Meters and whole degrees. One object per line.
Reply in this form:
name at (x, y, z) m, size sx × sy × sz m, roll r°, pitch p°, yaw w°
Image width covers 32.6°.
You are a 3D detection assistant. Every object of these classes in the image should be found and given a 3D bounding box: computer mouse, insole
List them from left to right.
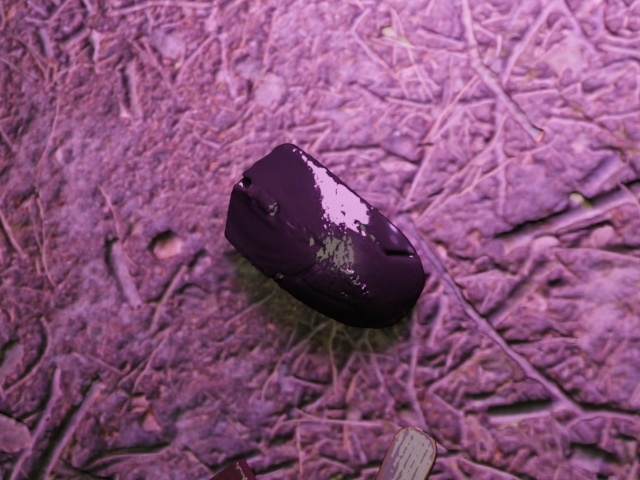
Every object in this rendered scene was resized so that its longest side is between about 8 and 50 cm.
computer mouse at (0.000, 0.000, 1.063) m, size 0.217 × 0.073 × 0.122 m, roll 38°, pitch 98°, yaw 21°
insole at (0.058, 0.266, 1.050) m, size 0.064 × 0.004 × 0.188 m, roll 27°, pitch 94°, yaw 19°

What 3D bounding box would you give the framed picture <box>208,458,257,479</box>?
framed picture at (-0.084, 0.323, 1.086) m, size 0.128 × 0.023 × 0.168 m, roll -37°, pitch 74°, yaw 13°
